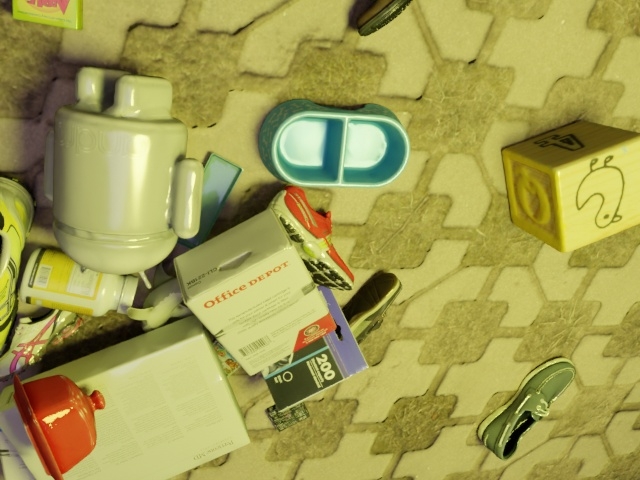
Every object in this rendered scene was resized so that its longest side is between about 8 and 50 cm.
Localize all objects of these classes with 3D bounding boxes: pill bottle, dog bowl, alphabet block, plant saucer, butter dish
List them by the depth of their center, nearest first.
[{"bbox_3d":[-0.411,0.285,0.837,0.118,0.160,0.160,-25,117,-33],"label":"butter dish"},{"bbox_3d":[-0.438,0.082,0.948,0.184,0.103,0.103,15,107,-19],"label":"pill bottle"},{"bbox_3d":[0.034,-0.176,0.980,0.297,0.074,0.166,0,111,-14],"label":"dog bowl"},{"bbox_3d":[-0.222,-0.072,0.989,0.067,0.018,0.192,26,104,-22],"label":"plant saucer"},{"bbox_3d":[0.520,-0.117,1.062,0.197,0.193,0.192,-21,113,-5],"label":"alphabet block"}]

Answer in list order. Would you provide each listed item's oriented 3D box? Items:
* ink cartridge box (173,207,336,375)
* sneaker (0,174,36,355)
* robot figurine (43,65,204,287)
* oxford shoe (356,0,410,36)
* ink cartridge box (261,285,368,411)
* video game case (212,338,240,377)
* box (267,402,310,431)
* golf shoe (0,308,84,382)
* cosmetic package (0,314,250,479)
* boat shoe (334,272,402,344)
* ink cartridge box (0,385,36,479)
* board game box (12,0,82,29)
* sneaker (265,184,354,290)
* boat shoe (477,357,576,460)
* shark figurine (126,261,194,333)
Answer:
[{"bbox_3d":[-0.110,0.101,0.938,0.197,0.114,0.273,-28,138,-4],"label":"ink cartridge box"},{"bbox_3d":[-0.600,0.079,0.882,0.145,0.147,0.385,12,110,-20],"label":"sneaker"},{"bbox_3d":[-0.329,-0.095,0.848,0.299,0.200,0.354,15,108,18],"label":"robot figurine"},{"bbox_3d":[0.133,-0.460,0.900,0.096,0.083,0.227,41,97,-5],"label":"oxford shoe"},{"bbox_3d":[-0.035,0.218,1.077,0.208,0.045,0.206,-26,77,-3],"label":"ink cartridge box"},{"bbox_3d":[-0.237,0.277,1.127,0.122,0.011,0.087,-41,114,4],"label":"video game case"},{"bbox_3d":[-0.075,0.406,1.215,0.083,0.018,0.067,-26,115,-3],"label":"box"},{"bbox_3d":[-0.550,0.187,0.974,0.186,0.067,0.086,-41,110,-18],"label":"golf shoe"},{"bbox_3d":[-0.360,0.340,0.992,0.377,0.097,0.285,-20,113,-10],"label":"cosmetic package"},{"bbox_3d":[0.102,0.165,1.135,0.073,0.080,0.223,36,104,-29],"label":"boat shoe"},{"bbox_3d":[-0.561,0.399,1.051,0.148,0.086,0.203,-2,111,-16],"label":"ink cartridge box"},{"bbox_3d":[-0.413,-0.425,0.784,0.092,0.043,0.181,5,110,-16],"label":"board game box"},{"bbox_3d":[0.000,0.000,1.030,0.279,0.107,0.118,52,52,-38],"label":"sneaker"},{"bbox_3d":[0.557,0.444,1.344,0.319,0.099,0.116,-45,114,6],"label":"boat shoe"},{"bbox_3d":[-0.267,0.079,0.997,0.278,0.116,0.166,-31,149,8],"label":"shark figurine"}]
